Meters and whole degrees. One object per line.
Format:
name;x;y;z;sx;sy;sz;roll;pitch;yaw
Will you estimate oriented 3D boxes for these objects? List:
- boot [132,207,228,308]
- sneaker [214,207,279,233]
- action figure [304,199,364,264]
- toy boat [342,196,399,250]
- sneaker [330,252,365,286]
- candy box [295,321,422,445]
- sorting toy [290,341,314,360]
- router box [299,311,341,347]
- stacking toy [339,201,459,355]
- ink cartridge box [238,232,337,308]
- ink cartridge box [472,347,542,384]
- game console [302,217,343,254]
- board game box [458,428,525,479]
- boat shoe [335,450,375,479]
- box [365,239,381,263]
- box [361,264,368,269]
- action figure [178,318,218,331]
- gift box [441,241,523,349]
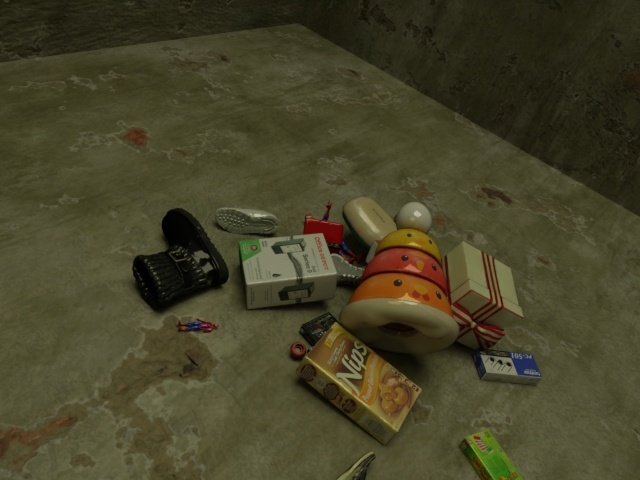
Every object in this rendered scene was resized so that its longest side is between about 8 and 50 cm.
boot;-0.476;0.042;1.771;0.260;0.131;0.348;-18;51;-39
sneaker;-0.270;-0.079;2.067;0.235;0.090;0.095;11;25;-17
action figure;0.048;-0.039;2.107;0.280;0.139;0.091;38;40;27
toy boat;0.227;-0.048;2.150;0.318;0.148;0.267;-14;61;-47
sneaker;0.086;0.140;1.950;0.228;0.086;0.132;27;42;25
candy box;0.109;0.396;1.596;0.316;0.088;0.183;38;39;10
sorting toy;-0.045;0.341;1.672;0.061;0.042;0.102;-37;75;-31
router box;0.009;0.283;1.761;0.122;0.038;0.092;-19;51;-39
stacking toy;0.259;0.082;1.754;0.350;0.351;0.480;14;61;-7
ink cartridge box;-0.109;0.093;1.835;0.289;0.122;0.211;-6;42;-12
ink cartridge box;0.610;0.413;1.858;0.207;0.046;0.097;9;40;-14
game console;0.000;0.000;2.031;0.143;0.124;0.085;10;47;-11
board game box;0.472;0.614;1.548;0.092;0.043;0.181;-7;44;-30
boat shoe;0.088;0.586;1.412;0.152;0.056;0.049;-30;63;-34
box;0.266;0.075;1.965;0.170;0.091;0.130;8;27;-25
box;0.275;0.160;2.017;0.183;0.056;0.231;-20;52;-41
action figure;-0.355;0.248;1.655;0.115;0.030;0.038;5;34;-22
gift box;0.490;0.210;1.882;0.255;0.276;0.258;23;40;-15
